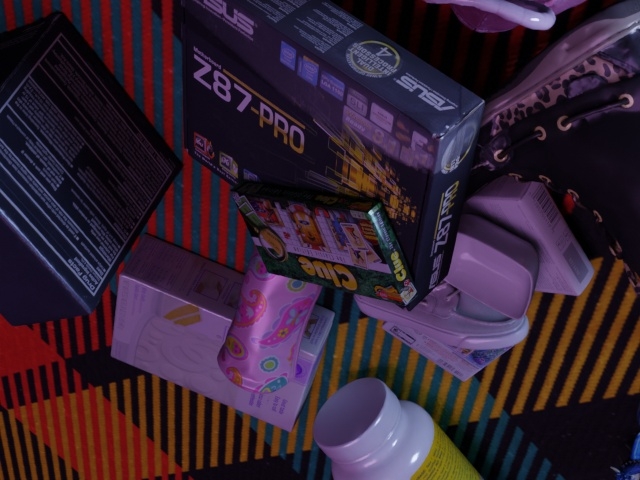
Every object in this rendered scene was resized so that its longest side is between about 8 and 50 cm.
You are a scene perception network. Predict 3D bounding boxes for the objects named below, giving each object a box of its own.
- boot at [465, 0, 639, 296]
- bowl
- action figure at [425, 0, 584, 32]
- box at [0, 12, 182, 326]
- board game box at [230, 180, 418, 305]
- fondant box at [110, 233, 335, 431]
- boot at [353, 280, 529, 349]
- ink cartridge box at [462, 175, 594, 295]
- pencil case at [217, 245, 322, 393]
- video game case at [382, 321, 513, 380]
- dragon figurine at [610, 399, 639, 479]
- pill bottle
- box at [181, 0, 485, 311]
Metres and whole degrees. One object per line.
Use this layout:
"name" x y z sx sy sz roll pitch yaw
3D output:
"boot" 0.299 -0.063 1.472 0.377 0.138 0.284 -41 79 43
"bowl" 0.221 0.026 1.686 0.142 0.053 0.142 29 155 17
"action figure" 0.198 -0.259 1.226 0.248 0.276 0.370 18 168 -2
"box" -0.389 -0.091 1.771 0.182 0.294 0.296 -11 128 37
"board game box" 0.000 0.000 1.597 0.259 0.030 0.136 10 135 48
"fondant box" -0.162 0.151 2.080 0.330 0.096 0.238 21 141 4
"boot" 0.160 0.063 1.790 0.258 0.095 0.123 12 131 22
"ink cartridge box" 0.231 -0.012 1.732 0.224 0.056 0.181 8 142 50
"pencil case" -0.055 0.080 1.853 0.124 0.124 0.284 23 116 4
"video game case" 0.189 0.136 1.930 0.157 0.019 0.143 34 140 -8
"dragon figurine" 0.491 0.277 1.869 0.144 0.085 0.289 8 140 20
"pill bottle" 0.138 0.379 2.097 0.187 0.188 0.334 -14 126 39
"box" 0.000 -0.136 1.566 0.395 0.097 0.318 37 145 22
